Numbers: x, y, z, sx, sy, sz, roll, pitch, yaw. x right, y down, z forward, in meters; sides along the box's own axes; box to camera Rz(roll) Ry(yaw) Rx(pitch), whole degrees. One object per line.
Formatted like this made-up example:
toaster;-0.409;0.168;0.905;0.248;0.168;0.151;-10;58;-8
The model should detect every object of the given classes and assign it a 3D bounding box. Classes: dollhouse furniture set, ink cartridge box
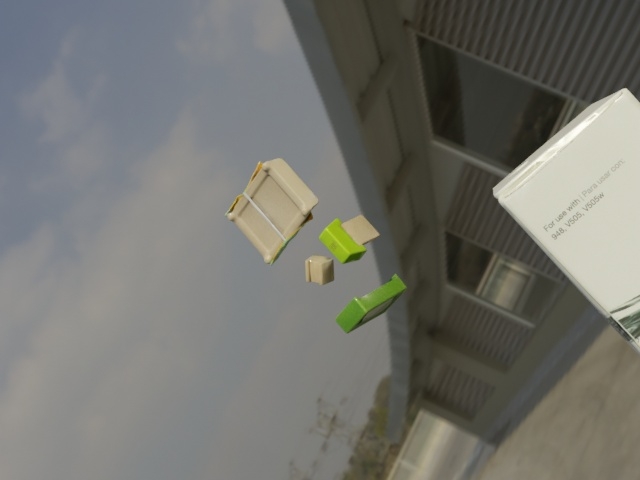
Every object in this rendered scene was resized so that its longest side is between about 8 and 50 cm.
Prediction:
dollhouse furniture set;0.000;0.000;0.792;0.059;0.151;0.076;-26;-20;-49
ink cartridge box;0.197;0.020;0.534;0.087;0.208;0.153;-44;-3;11
